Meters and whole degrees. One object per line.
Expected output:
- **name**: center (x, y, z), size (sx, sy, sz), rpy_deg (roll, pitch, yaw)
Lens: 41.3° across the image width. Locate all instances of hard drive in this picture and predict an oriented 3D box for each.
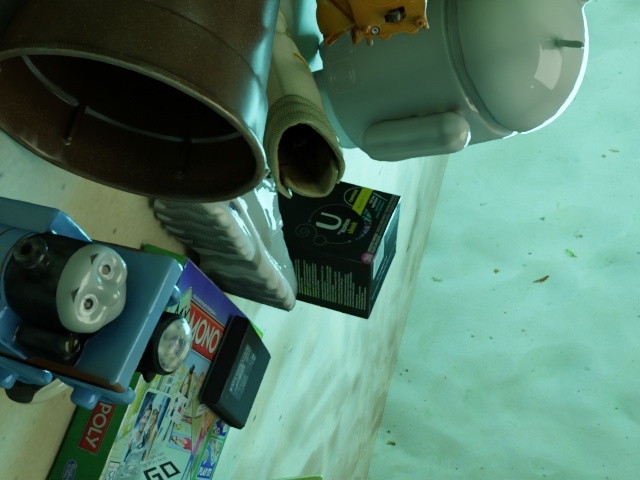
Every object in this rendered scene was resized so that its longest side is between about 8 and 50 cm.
- **hard drive**: center (-0.088, 0.145, 0.912), size (0.135, 0.022, 0.094), rpy_deg (74, 34, -66)

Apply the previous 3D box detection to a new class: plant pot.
- **plant pot**: center (-0.095, -0.132, 0.504), size (0.167, 0.166, 0.165), rpy_deg (71, 29, -67)

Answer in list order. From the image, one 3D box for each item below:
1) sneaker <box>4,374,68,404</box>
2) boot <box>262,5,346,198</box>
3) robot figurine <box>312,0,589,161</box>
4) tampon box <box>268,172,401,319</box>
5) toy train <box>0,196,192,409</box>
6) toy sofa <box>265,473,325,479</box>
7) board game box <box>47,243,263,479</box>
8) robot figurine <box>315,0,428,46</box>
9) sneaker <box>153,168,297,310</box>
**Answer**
- **sneaker**: center (-0.170, 0.081, 0.630), size (0.161, 0.057, 0.075), rpy_deg (-60, 155, -54)
- **boot**: center (-0.025, -0.102, 0.794), size (0.213, 0.077, 0.165), rpy_deg (70, -1, -60)
- **robot figurine**: center (0.144, -0.203, 0.957), size (0.200, 0.353, 0.300), rpy_deg (45, 51, -35)
- **tampon box**: center (0.000, 0.000, 0.997), size (0.101, 0.161, 0.120), rpy_deg (91, 19, -47)
- **toy train**: center (-0.150, 0.021, 0.396), size (0.080, 0.184, 0.105), rpy_deg (-68, 154, -22)
- **toy sofa**: center (-0.086, 0.401, 1.010), size (0.362, 0.150, 0.177), rpy_deg (26, 53, -76)
- **board game box**: center (-0.143, 0.153, 0.846), size (0.317, 0.046, 0.214), rpy_deg (64, 45, -70)
- **robot figurine**: center (0.000, -0.270, 0.476), size (0.211, 0.085, 0.291), rpy_deg (-93, 167, -56)
- **sneaker**: center (-0.066, -0.015, 0.835), size (0.281, 0.105, 0.115), rpy_deg (74, 34, -64)
